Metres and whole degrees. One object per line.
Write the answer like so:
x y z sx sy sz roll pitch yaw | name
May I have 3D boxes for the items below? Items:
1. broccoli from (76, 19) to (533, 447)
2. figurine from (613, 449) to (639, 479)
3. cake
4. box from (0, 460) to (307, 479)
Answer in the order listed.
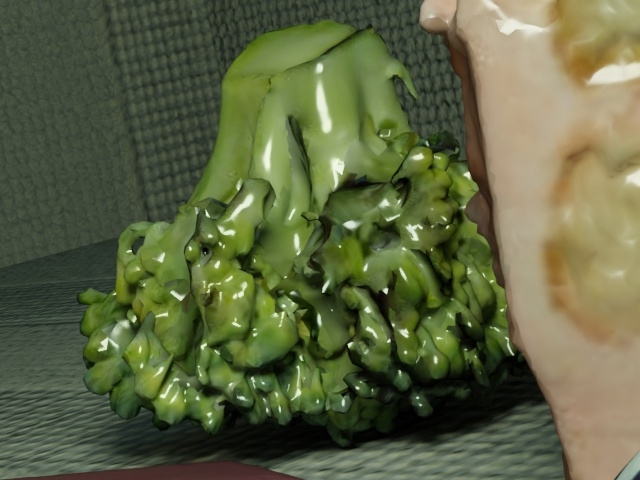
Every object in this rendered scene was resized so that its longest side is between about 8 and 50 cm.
0.009 0.022 1.301 0.334 0.272 0.324 5 55 47 | broccoli
0.138 0.124 0.525 0.145 0.145 0.222 -13 17 -21 | figurine
0.207 -0.024 0.886 0.293 0.306 0.314 -13 5 8 | cake
-0.047 0.137 0.370 0.168 0.193 0.294 -7 4 -21 | box
